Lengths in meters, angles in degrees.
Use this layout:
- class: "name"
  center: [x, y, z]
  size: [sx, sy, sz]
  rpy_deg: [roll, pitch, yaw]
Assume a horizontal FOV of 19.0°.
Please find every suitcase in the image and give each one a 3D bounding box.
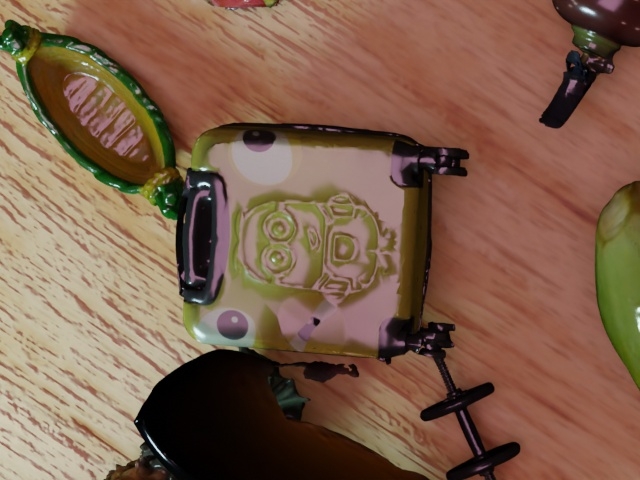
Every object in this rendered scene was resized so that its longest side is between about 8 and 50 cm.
- class: "suitcase"
  center: [0.000, 0.000, 1.606]
  size: [0.234, 0.143, 0.194]
  rpy_deg: [5, 94, 9]

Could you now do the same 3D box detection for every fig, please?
- class: "fig"
  center: [0.319, 0.054, 1.524]
  size: [0.230, 0.207, 0.207]
  rpy_deg: [28, 97, 15]

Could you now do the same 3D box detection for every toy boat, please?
- class: "toy boat"
  center: [-0.190, -0.106, 1.664]
  size: [0.229, 0.088, 0.089]
  rpy_deg: [44, 98, 7]

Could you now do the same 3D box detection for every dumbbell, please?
- class: "dumbbell"
  center: [0.127, 0.163, 1.625]
  size: [0.069, 0.069, 0.147]
  rpy_deg: [-24, 87, 10]

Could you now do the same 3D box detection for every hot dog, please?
- class: "hot dog"
  center: [-0.011, 0.216, 1.573]
  size: [0.326, 0.194, 0.107]
  rpy_deg: [46, 140, -4]

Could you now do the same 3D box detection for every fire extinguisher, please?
- class: "fire extinguisher"
  center: [0.256, -0.249, 1.551]
  size: [0.102, 0.138, 0.344]
  rpy_deg: [24, 95, 12]

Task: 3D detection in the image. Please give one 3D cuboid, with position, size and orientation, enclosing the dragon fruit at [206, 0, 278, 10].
- class: "dragon fruit"
  center: [-0.066, -0.227, 1.652]
  size: [0.083, 0.060, 0.056]
  rpy_deg: [-2, 88, 9]

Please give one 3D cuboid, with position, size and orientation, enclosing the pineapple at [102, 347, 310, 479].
- class: "pineapple"
  center: [-0.115, 0.202, 1.651]
  size: [0.128, 0.128, 0.248]
  rpy_deg: [38, 93, 7]
